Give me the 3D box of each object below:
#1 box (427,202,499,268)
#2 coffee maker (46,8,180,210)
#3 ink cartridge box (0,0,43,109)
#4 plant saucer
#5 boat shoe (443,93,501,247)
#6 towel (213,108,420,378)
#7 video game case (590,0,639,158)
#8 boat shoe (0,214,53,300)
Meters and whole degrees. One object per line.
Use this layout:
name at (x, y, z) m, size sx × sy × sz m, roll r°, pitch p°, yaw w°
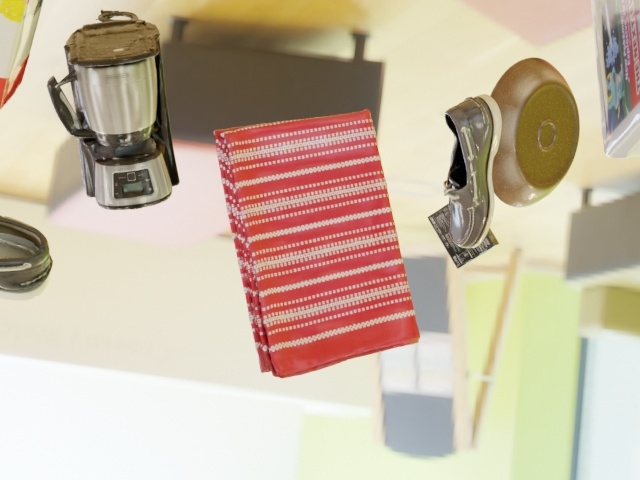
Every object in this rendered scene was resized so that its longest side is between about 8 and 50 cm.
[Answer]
box at (0.193, -0.014, 1.786) m, size 0.067 × 0.083 × 0.018 m, roll -35°, pitch 171°, yaw 32°
coffee maker at (-0.210, -0.143, 1.447) m, size 0.120 × 0.178 × 0.171 m, roll 3°, pitch -152°, yaw 13°
ink cartridge box at (-0.248, -0.175, 0.855) m, size 0.134 × 0.231 × 0.078 m, roll 18°, pitch -159°, yaw -7°
plant saucer at (0.284, -0.139, 1.726) m, size 0.036 × 0.198 × 0.199 m, roll 12°, pitch 175°, yaw 44°
boat shoe at (0.168, -0.077, 1.585) m, size 0.065 × 0.206 × 0.075 m, roll -15°, pitch -142°, yaw -26°
towel at (0.000, 0.000, 1.436) m, size 0.199 × 0.274 × 0.031 m, roll -10°, pitch 175°, yaw -28°
video game case at (0.147, -0.157, 0.558) m, size 0.023 × 0.201 × 0.183 m, roll -1°, pitch 166°, yaw -5°
boat shoe at (-0.493, -0.005, 1.691) m, size 0.303 × 0.114 × 0.091 m, roll 8°, pitch 145°, yaw -9°
